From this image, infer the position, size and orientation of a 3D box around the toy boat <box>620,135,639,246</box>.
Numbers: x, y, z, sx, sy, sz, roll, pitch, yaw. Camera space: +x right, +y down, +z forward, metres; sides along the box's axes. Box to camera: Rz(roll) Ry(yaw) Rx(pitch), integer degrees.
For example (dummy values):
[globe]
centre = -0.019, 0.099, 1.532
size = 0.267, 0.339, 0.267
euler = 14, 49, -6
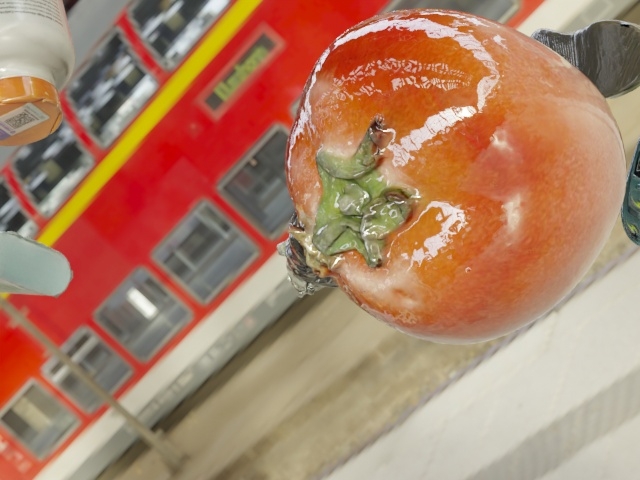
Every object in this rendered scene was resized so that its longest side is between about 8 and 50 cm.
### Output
[toy boat]
centre = 0.466, -0.093, 1.682
size = 0.093, 0.103, 0.246
euler = 7, 60, 31

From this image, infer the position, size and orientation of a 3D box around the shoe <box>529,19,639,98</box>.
[shoe]
centre = 0.369, -0.237, 1.624
size = 0.275, 0.098, 0.103
euler = -150, 61, -68

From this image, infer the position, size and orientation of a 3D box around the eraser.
[eraser]
centre = -0.530, 0.035, 1.957
size = 0.227, 0.174, 0.081
euler = -1, 70, 39

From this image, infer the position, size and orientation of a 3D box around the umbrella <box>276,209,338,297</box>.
[umbrella]
centre = 0.004, 0.005, 1.721
size = 0.106, 0.113, 0.357
euler = -15, -8, -6

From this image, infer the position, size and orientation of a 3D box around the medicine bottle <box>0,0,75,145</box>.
[medicine bottle]
centre = -0.370, -0.253, 1.411
size = 0.157, 0.288, 0.157
euler = -15, -24, -7

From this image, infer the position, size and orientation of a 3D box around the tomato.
[tomato]
centre = 0.128, -0.065, 1.148
size = 0.321, 0.321, 0.321
euler = -46, 6, 6
